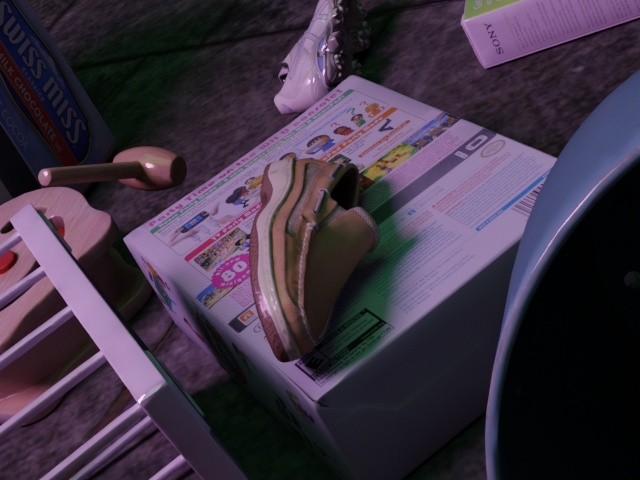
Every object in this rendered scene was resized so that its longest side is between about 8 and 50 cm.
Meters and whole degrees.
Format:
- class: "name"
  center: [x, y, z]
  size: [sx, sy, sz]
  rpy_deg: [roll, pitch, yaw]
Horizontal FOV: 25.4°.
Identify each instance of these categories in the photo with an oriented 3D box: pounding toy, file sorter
- class: "pounding toy"
  center: [-0.239, 0.009, 1.138]
  size: [0.154, 0.155, 0.269]
  rpy_deg: [7, 46, 40]
- class: "file sorter"
  center: [-0.150, 0.139, 0.839]
  size: [0.173, 0.193, 0.278]
  rpy_deg: [-38, 31, -7]

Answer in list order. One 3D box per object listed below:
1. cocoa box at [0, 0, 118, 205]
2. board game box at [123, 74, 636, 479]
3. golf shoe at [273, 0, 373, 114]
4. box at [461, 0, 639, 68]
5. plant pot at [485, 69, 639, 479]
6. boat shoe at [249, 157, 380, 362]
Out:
- class: "cocoa box"
  center: [-0.394, -0.136, 1.296]
  size: [0.231, 0.347, 0.228]
  rpy_deg: [-9, 36, 31]
- class: "board game box"
  center: [0.027, 0.014, 0.966]
  size: [0.224, 0.097, 0.303]
  rpy_deg: [-36, 32, -13]
- class: "golf shoe"
  center: [-0.004, -0.179, 1.311]
  size: [0.086, 0.069, 0.176]
  rpy_deg: [-22, 30, 25]
- class: "box"
  center: [0.283, -0.272, 1.215]
  size: [0.322, 0.058, 0.232]
  rpy_deg: [-15, 33, 21]
- class: "plant pot"
  center: [0.216, 0.033, 0.610]
  size: [0.293, 0.293, 0.235]
  rpy_deg: [-22, 16, 13]
- class: "boat shoe"
  center: [0.000, 0.000, 0.859]
  size: [0.072, 0.068, 0.190]
  rpy_deg: [-11, 34, 8]
